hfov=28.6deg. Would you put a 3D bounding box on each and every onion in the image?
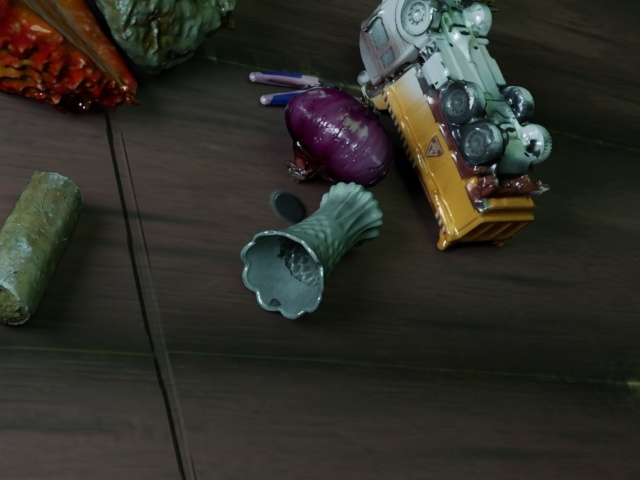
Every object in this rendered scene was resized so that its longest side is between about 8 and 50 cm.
[{"bbox_3d":[0.013,-0.091,1.171,0.115,0.104,0.115,51,-2,2],"label":"onion"}]

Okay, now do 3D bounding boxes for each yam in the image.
[{"bbox_3d":[-0.217,0.005,0.932,0.054,0.054,0.132,32,41,-15],"label":"yam"}]

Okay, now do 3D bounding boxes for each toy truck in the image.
[{"bbox_3d":[0.135,-0.132,1.282,0.114,0.135,0.270,-2,63,-43],"label":"toy truck"}]

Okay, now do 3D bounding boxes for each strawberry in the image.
[{"bbox_3d":[-0.259,-0.185,1.031,0.228,0.098,0.174,37,20,-41],"label":"strawberry"}]

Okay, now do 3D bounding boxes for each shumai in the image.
[{"bbox_3d":[-0.135,-0.245,1.111,0.184,0.142,0.184,57,6,-9],"label":"shumai"}]

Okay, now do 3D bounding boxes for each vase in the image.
[{"bbox_3d":[0.000,0.000,1.099,0.081,0.081,0.149,46,36,1],"label":"vase"}]

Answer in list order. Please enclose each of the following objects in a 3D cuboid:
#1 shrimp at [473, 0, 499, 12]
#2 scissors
[{"bbox_3d":[0.085,-0.374,1.502,0.185,0.068,0.287,-11,55,-48],"label":"shrimp"},{"bbox_3d":[-0.021,-0.151,1.252,0.113,0.012,0.039,-4,60,-42],"label":"scissors"}]
